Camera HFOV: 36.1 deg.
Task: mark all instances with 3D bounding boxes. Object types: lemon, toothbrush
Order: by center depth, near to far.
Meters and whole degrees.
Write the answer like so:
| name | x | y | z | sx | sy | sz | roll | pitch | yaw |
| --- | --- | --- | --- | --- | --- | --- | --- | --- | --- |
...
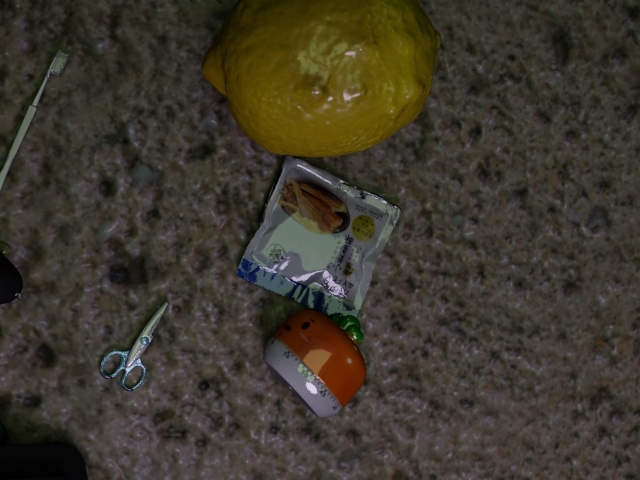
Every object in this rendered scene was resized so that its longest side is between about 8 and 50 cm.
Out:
| name | x | y | z | sx | sy | sz | roll | pitch | yaw |
| --- | --- | --- | --- | --- | --- | --- | --- | --- | --- |
| lemon | 0.004 | -0.210 | 1.153 | 0.288 | 0.233 | 0.234 | -7 | 92 | -12 |
| toothbrush | -0.347 | -0.139 | 1.168 | 0.017 | 0.014 | 0.194 | 27 | 84 | -14 |

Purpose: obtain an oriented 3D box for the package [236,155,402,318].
| name | x | y | z | sx | sy | sz | roll | pitch | yaw |
| --- | --- | --- | --- | --- | --- | --- | --- | --- | --- |
| package | 0.000 | 0.000 | 1.257 | 0.171 | 0.027 | 0.173 | 24 | 81 | -14 |

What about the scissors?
| name | x | y | z | sx | sy | sz | roll | pitch | yaw |
| --- | --- | --- | --- | --- | --- | --- | --- | --- | --- |
| scissors | -0.219 | 0.126 | 1.205 | 0.058 | 0.014 | 0.119 | 35 | 85 | -17 |

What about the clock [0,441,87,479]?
| name | x | y | z | sx | sy | sz | roll | pitch | yaw |
| --- | --- | --- | --- | --- | --- | --- | --- | --- | --- |
| clock | -0.339 | 0.349 | 1.037 | 0.278 | 0.049 | 0.274 | 13 | 57 | -54 |

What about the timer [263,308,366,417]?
| name | x | y | z | sx | sy | sz | roll | pitch | yaw |
| --- | --- | --- | --- | --- | --- | --- | --- | --- | --- |
| timer | 0.004 | 0.142 | 1.222 | 0.136 | 0.099 | 0.136 | -4 | 104 | -18 |

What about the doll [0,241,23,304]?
| name | x | y | z | sx | sy | sz | roll | pitch | yaw |
| --- | --- | --- | --- | --- | --- | --- | --- | --- | --- |
| doll | -0.417 | 0.029 | 1.121 | 0.179 | 0.089 | 0.102 | 23 | 84 | 9 |

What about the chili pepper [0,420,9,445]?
| name | x | y | z | sx | sy | sz | roll | pitch | yaw |
| --- | --- | --- | --- | --- | --- | --- | --- | --- | --- |
| chili pepper | -0.466 | 0.264 | 1.108 | 0.253 | 0.083 | 0.099 | -43 | 102 | -16 |
